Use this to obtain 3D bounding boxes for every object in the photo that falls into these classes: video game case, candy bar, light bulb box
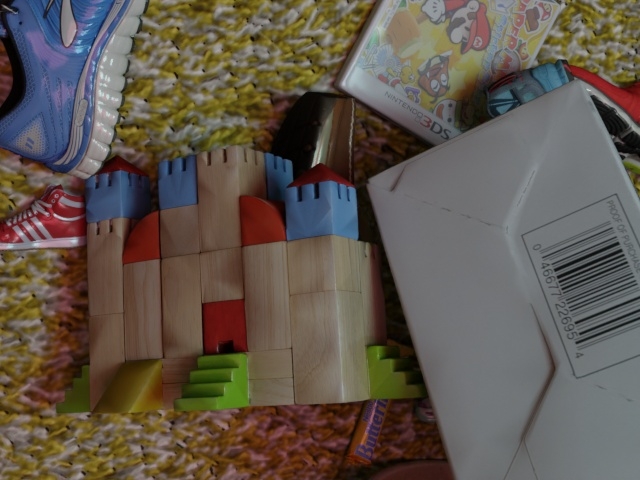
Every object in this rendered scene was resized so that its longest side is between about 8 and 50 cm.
[{"bbox_3d":[0.152,-0.228,1.076,0.206,0.026,0.227,28,88,-22],"label":"video game case"},{"bbox_3d":[0.071,0.199,1.121,0.040,0.018,0.162,19,91,-21],"label":"candy bar"},{"bbox_3d":[0.248,0.109,0.898,0.225,0.358,0.361,-24,150,18],"label":"light bulb box"}]

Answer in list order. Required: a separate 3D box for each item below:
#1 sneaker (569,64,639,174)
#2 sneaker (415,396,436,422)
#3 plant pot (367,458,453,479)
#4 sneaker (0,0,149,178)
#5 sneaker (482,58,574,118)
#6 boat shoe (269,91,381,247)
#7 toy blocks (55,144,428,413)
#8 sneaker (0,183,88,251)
[{"bbox_3d":[0.390,-0.158,1.151,0.279,0.107,0.118,23,71,-23],"label":"sneaker"},{"bbox_3d":[0.168,0.192,1.144,0.098,0.038,0.069,5,98,-21],"label":"sneaker"},{"bbox_3d":[0.167,0.475,1.063,0.333,0.334,0.306,7,107,-21],"label":"plant pot"},{"bbox_3d":[-0.246,-0.231,0.878,0.147,0.130,0.330,12,95,-24],"label":"sneaker"},{"bbox_3d":[0.245,-0.091,1.092,0.125,0.104,0.262,-8,125,9],"label":"sneaker"},{"bbox_3d":[0.000,0.000,1.019,0.119,0.122,0.324,3,106,-26],"label":"boat shoe"},{"bbox_3d":[-0.088,0.029,0.897,0.190,0.381,0.261,11,74,-59],"label":"toy blocks"},{"bbox_3d":[-0.295,-0.025,0.938,0.118,0.042,0.067,-3,104,-27],"label":"sneaker"}]
